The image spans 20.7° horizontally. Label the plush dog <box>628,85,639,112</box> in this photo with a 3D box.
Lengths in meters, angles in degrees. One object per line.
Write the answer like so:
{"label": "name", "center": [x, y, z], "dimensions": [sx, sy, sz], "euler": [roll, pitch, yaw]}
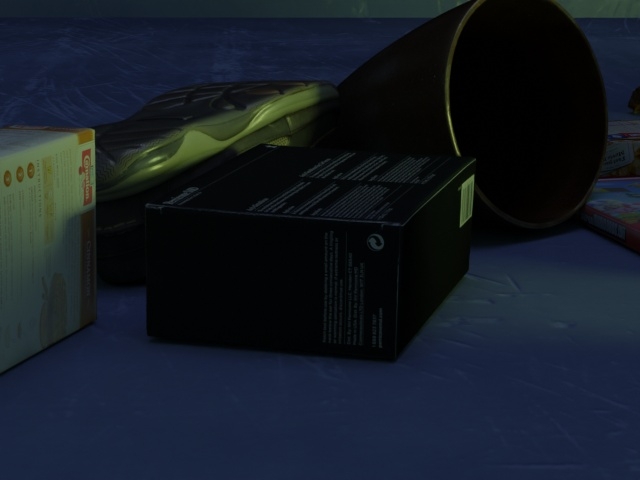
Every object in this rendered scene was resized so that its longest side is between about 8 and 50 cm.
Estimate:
{"label": "plush dog", "center": [0.536, -0.234, 2.294], "dimensions": [0.225, 0.210, 0.262], "euler": [9, 34, -35]}

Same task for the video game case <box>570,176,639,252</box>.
{"label": "video game case", "center": [0.346, -0.021, 1.581], "dimensions": [0.204, 0.025, 0.285], "euler": [-3, 13, -15]}

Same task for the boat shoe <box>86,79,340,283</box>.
{"label": "boat shoe", "center": [-0.100, -0.055, 1.494], "dimensions": [0.132, 0.130, 0.355], "euler": [5, 19, 34]}

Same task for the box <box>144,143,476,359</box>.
{"label": "box", "center": [0.000, 0.000, 1.301], "dimensions": [0.184, 0.103, 0.261], "euler": [7, 14, 15]}

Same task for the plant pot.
{"label": "plant pot", "center": [0.109, -0.110, 1.628], "dimensions": [0.215, 0.215, 0.230], "euler": [-11, 4, -42]}

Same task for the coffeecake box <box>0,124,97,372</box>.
{"label": "coffeecake box", "center": [-0.219, 0.005, 1.175], "dimensions": [0.068, 0.142, 0.185], "euler": [5, 13, 18]}

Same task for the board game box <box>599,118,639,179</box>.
{"label": "board game box", "center": [0.306, -0.097, 1.870], "dimensions": [0.193, 0.045, 0.147], "euler": [-4, 13, -17]}
